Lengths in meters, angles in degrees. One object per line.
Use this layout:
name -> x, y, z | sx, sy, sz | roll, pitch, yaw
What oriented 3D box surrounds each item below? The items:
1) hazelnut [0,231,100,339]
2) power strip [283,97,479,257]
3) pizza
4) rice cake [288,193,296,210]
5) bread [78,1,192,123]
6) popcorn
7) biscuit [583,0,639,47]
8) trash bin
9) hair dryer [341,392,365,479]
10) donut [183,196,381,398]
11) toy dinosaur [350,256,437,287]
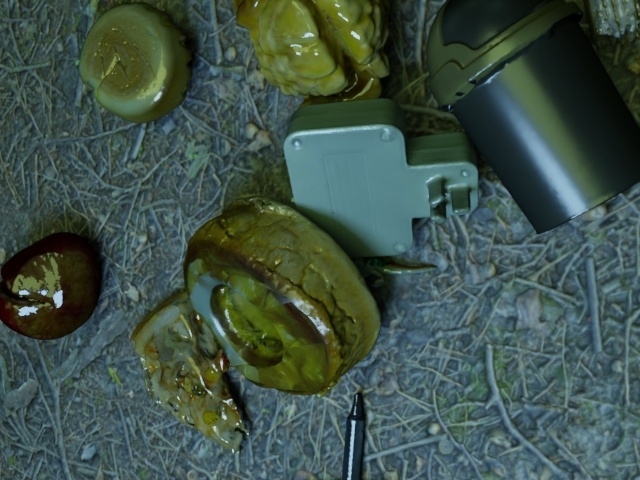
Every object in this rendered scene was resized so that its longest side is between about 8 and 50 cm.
hazelnut -> -0.492, 0.079, 1.297 | 0.178, 0.178, 0.203 | 27, 98, 19
power strip -> 0.091, -0.073, 1.003 | 0.261, 0.141, 0.229 | -3, 128, 10
pizza -> -0.227, 0.245, 1.237 | 0.189, 0.071, 0.296 | -27, 83, 21
rice cake -> 0.000, 0.000, 1.146 | 0.042, 0.030, 0.180 | -32, 80, 4
bread -> -0.311, -0.306, 1.219 | 0.214, 0.105, 0.213 | 0, 90, 24
popcorn -> -0.002, -0.308, 1.019 | 0.225, 0.265, 0.332 | -15, 112, -2
biscuit -> 0.366, -0.373, 0.928 | 0.062, 0.108, 0.238 | -14, 88, 22
trash bin -> 0.273, -0.191, 0.926 | 0.214, 0.214, 0.333 | -32, 84, 21
hair dryer -> 0.034, 0.348, 1.151 | 0.173, 0.050, 0.194 | -9, 86, 22
donut -> -0.076, 0.099, 1.074 | 0.330, 0.160, 0.329 | 30, 142, 28
toy dinosaur -> 0.074, 0.031, 1.105 | 0.188, 0.044, 0.106 | -22, 61, 0
